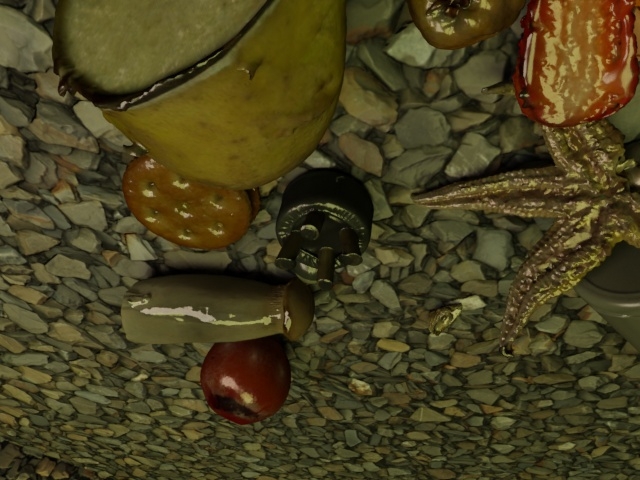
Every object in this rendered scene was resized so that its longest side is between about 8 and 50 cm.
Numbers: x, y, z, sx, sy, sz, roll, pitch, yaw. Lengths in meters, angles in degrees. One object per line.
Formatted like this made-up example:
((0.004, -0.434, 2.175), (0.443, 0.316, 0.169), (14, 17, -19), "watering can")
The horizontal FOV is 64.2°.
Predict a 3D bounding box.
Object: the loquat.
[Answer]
((0.152, -0.259, 0.528), (0.137, 0.137, 0.113), (-11, 125, 19), "loquat")

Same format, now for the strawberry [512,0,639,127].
((0.267, -0.211, 0.531), (0.121, 0.082, 0.188), (2, 122, 12), "strawberry")

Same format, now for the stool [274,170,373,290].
((0.009, 0.001, 0.826), (0.153, 0.139, 0.228), (-2, 134, 12), "stool")

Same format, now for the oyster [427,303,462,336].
((0.255, 0.157, 1.051), (0.083, 0.038, 0.081), (-36, 138, 6), "oyster")

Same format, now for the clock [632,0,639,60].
((0.395, -0.291, 0.479), (0.219, 0.106, 0.255), (0, 137, 7), "clock")

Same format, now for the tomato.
((-0.169, 0.313, 1.154), (0.207, 0.185, 0.208), (3, 139, 3), "tomato")

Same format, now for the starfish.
((0.332, -0.036, 0.671), (0.383, 0.132, 0.398), (-39, 88, 33), "starfish")

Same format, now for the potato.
((-0.062, -0.237, 0.557), (0.397, 0.290, 0.296), (-51, 153, 4), "potato")

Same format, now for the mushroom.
((-0.217, 0.131, 1.002), (0.406, 0.138, 0.154), (-5, 125, 10), "mushroom")

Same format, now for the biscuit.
((-0.209, -0.072, 0.831), (0.220, 0.066, 0.221), (6, 138, 6), "biscuit")

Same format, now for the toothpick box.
((0.554, 0.082, 0.779), (0.316, 0.229, 0.229), (36, 130, -29), "toothpick box")
